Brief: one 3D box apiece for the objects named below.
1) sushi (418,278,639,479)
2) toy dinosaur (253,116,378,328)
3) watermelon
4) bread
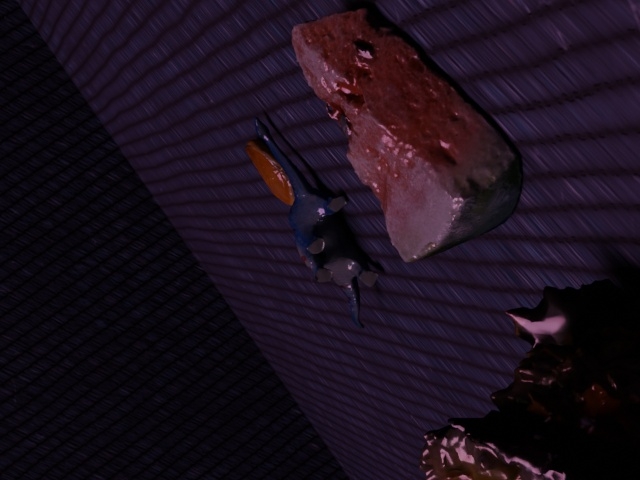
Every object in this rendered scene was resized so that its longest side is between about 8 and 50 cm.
[{"bbox_3d":[0.211,0.155,0.962,0.238,0.219,0.225,26,148,15],"label":"sushi"},{"bbox_3d":[0.003,-0.002,1.631,0.329,0.076,0.144,61,173,-20],"label":"toy dinosaur"},{"bbox_3d":[0.067,-0.106,1.117,0.241,0.094,0.154,54,161,13],"label":"watermelon"},{"bbox_3d":[-0.062,-0.091,1.740,0.110,0.024,0.110,51,167,16],"label":"bread"}]
